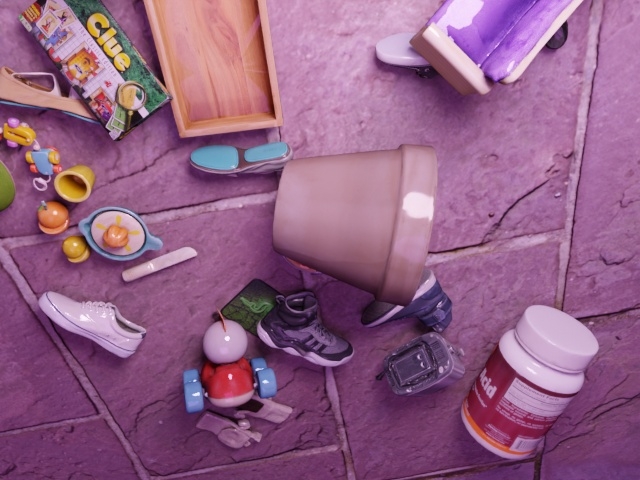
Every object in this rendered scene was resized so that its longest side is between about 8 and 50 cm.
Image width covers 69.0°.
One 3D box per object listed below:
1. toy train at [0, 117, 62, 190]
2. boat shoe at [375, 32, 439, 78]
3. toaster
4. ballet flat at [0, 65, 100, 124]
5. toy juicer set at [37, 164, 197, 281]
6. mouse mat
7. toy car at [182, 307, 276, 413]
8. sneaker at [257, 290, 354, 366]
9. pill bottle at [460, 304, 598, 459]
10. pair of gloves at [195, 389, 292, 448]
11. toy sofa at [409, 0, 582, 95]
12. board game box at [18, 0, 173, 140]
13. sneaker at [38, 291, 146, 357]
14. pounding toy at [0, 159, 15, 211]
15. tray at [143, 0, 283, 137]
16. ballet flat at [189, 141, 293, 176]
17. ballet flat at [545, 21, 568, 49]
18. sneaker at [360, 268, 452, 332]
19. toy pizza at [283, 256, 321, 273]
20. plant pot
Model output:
[{"bbox_3d":[-0.600,-0.183,0.933,0.125,0.046,0.166,-30,122,25],"label":"toy train"},{"bbox_3d":[0.218,-0.349,0.899,0.229,0.080,0.076,-5,147,-4],"label":"boat shoe"},{"bbox_3d":[0.278,0.348,1.262,0.227,0.129,0.146,-36,142,22],"label":"toaster"},{"bbox_3d":[-0.485,-0.270,0.873,0.233,0.080,0.073,10,104,-13],"label":"ballet flat"},{"bbox_3d":[-0.468,0.006,1.029,0.209,0.089,0.329,-39,117,16],"label":"toy juicer set"},{"bbox_3d":[-0.145,0.191,1.219,0.190,0.007,0.153,38,110,-25],"label":"mouse mat"},{"bbox_3d":[-0.244,0.285,1.193,0.219,0.210,0.237,-5,93,-17],"label":"toy car"},{"bbox_3d":[-0.015,0.222,1.186,0.269,0.101,0.153,20,119,-14],"label":"sneaker"},{"bbox_3d":[0.563,0.386,1.276,0.224,0.224,0.391,11,119,-12],"label":"pill bottle"},{"bbox_3d":[-0.231,0.540,1.397,0.204,0.042,0.240,39,111,-24],"label":"pair of gloves"},{"bbox_3d":[0.329,-0.421,0.749,0.150,0.177,0.362,39,97,-13],"label":"toy sofa"},{"bbox_3d":[-0.397,-0.323,0.828,0.136,0.030,0.259,-35,100,8],"label":"board game box"},{"bbox_3d":[-0.548,0.187,1.141,0.258,0.094,0.091,40,91,-29],"label":"sneaker"},{"bbox_3d":[-0.737,-0.119,0.896,0.237,0.110,0.183,37,124,-21],"label":"pounding toy"},{"bbox_3d":[-0.194,-0.401,0.824,0.203,0.076,0.410,-7,122,-1],"label":"tray"},{"bbox_3d":[-0.162,-0.161,0.975,0.214,0.072,0.068,-5,151,0],"label":"ballet flat"},{"bbox_3d":[0.432,-0.449,0.880,0.058,0.049,0.173,-7,118,25],"label":"ballet flat"},{"bbox_3d":[0.234,0.197,1.211,0.226,0.086,0.163,-34,115,13],"label":"sneaker"},{"bbox_3d":[0.000,0.000,1.103,0.202,0.032,0.201,-3,121,-4],"label":"toy pizza"},{"bbox_3d":[0.059,-0.050,0.936,0.281,0.323,0.323,10,120,2],"label":"plant pot"}]
